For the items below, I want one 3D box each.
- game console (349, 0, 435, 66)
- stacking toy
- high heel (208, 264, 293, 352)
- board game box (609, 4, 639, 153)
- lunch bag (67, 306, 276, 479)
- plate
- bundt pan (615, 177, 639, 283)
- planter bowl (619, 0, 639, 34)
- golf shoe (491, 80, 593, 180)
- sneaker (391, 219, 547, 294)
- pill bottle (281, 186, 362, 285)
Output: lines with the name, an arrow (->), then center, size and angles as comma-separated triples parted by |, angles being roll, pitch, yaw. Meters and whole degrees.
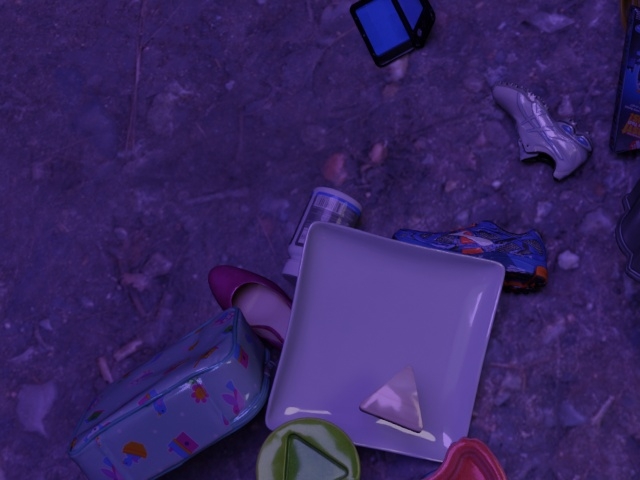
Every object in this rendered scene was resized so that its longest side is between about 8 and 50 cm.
game console -> 0.107, -0.343, 1.888 | 0.071, 0.107, 0.122 | -14, 65, -22
stacking toy -> 0.072, 0.337, 1.613 | 0.309, 0.130, 0.279 | -27, 77, -8
high heel -> -0.077, 0.100, 1.744 | 0.082, 0.117, 0.244 | -45, 67, -4
board game box -> 0.481, -0.197, 1.718 | 0.194, 0.060, 0.194 | 20, 107, 2
lunch bag -> -0.189, 0.211, 1.675 | 0.279, 0.224, 0.108 | -32, 102, 8
plate -> 0.082, 0.134, 1.648 | 0.277, 0.045, 0.278 | 13, 90, -15
bundt pan -> 0.544, -0.022, 1.558 | 0.331, 0.124, 0.331 | 3, 50, -4
planter bowl -> 0.525, -0.339, 1.749 | 0.217, 0.090, 0.217 | 3, 107, 10
golf shoe -> 0.297, -0.156, 1.775 | 0.176, 0.069, 0.086 | 40, 90, 24
sneaker -> 0.208, 0.014, 1.736 | 0.221, 0.083, 0.087 | 11, 61, 11
pill bottle -> 0.000, 0.000, 1.784 | 0.078, 0.078, 0.137 | 19, 76, 20
